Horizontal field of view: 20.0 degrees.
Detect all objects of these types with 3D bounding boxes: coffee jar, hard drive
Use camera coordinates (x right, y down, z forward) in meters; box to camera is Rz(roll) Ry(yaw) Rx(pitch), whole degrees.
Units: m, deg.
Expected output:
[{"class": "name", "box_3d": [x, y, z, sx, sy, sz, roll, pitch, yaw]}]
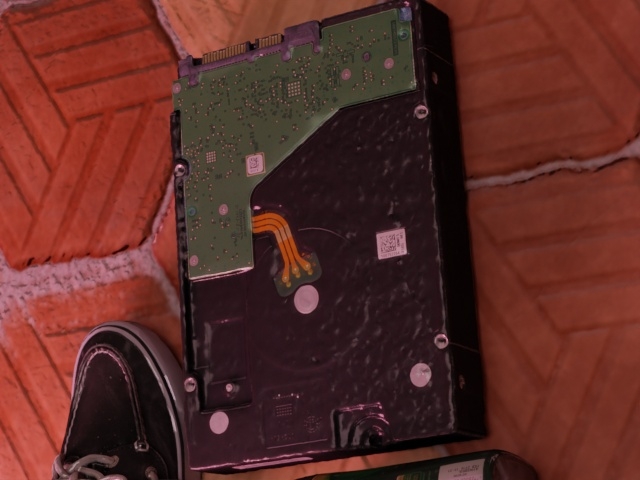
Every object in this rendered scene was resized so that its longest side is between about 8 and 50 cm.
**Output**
[{"class": "coffee jar", "box_3d": [0.062, 0.202, 1.304, 0.184, 0.096, 0.079, -12, 68, 29]}, {"class": "hard drive", "box_3d": [0.000, 0.000, 1.403, 0.237, 0.064, 0.339, -13, 74, 28]}]

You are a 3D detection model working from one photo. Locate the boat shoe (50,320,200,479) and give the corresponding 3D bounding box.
[{"class": "boat shoe", "box_3d": [-0.166, 0.208, 1.430, 0.113, 0.105, 0.306, -9, 75, 28]}]
